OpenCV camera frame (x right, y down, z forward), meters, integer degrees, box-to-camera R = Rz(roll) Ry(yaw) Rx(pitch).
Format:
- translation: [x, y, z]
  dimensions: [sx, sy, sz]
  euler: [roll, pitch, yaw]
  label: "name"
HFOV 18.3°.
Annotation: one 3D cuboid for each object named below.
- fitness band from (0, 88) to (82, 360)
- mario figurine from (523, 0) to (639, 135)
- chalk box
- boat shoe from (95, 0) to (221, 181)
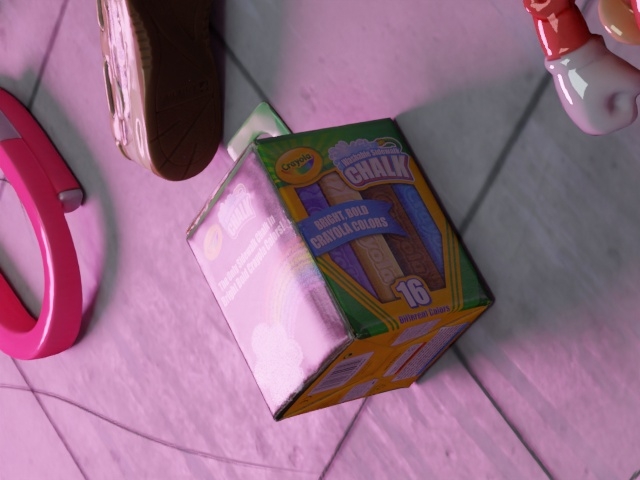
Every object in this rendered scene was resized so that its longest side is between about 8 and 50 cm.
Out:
- translation: [-0.305, -0.020, 1.899]
  dimensions: [0.291, 0.054, 0.209]
  euler: [53, 139, 31]
  label: "fitness band"
- translation: [0.174, -0.194, 1.177]
  dimensions: [0.320, 0.170, 0.198]
  euler: [41, 144, 30]
  label: "mario figurine"
- translation: [0.000, 0.000, 1.443]
  dimensions: [0.132, 0.132, 0.213]
  euler: [-50, 60, 47]
  label: "chalk box"
- translation: [-0.142, -0.191, 1.595]
  dimensions: [0.089, 0.104, 0.285]
  euler: [19, 114, 46]
  label: "boat shoe"
